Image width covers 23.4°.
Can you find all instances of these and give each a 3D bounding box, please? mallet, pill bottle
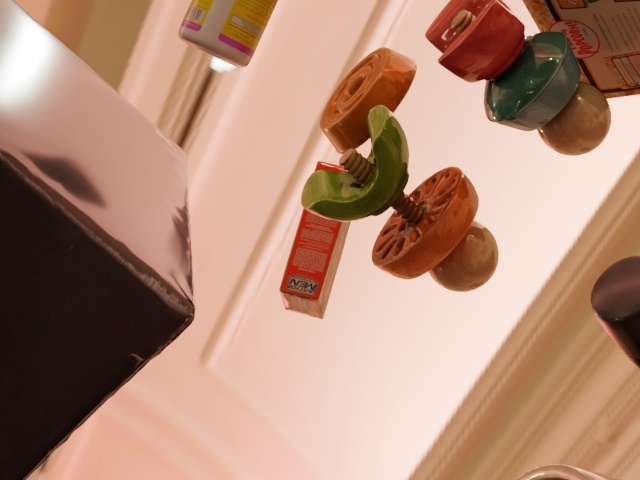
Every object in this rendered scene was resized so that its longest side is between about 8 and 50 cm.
[{"bbox_3d":[0.198,-0.018,0.682,0.062,0.039,0.189,35,-79,-34],"label":"mallet"},{"bbox_3d":[-0.043,-0.140,0.851,0.043,0.043,0.083,25,-88,-2],"label":"pill bottle"}]

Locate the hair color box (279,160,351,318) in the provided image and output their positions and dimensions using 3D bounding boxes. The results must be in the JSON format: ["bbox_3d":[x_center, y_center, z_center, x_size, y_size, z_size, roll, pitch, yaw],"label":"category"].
[{"bbox_3d":[0.000,0.000,1.546,0.043,0.141,0.072,14,-17,9],"label":"hair color box"}]

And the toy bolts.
[{"bbox_3d":[0.118,-0.088,1.254,0.158,0.218,0.228,38,-69,-17],"label":"toy bolts"}]

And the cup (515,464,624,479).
[{"bbox_3d":[0.221,0.302,0.857,0.237,0.331,0.331,9,-47,-15],"label":"cup"}]

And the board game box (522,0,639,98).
[{"bbox_3d":[0.265,-0.182,1.212,0.194,0.045,0.146,-3,-42,37],"label":"board game box"}]

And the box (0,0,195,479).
[{"bbox_3d":[-0.226,0.035,0.793,0.294,0.296,0.183,-44,-74,8],"label":"box"}]
